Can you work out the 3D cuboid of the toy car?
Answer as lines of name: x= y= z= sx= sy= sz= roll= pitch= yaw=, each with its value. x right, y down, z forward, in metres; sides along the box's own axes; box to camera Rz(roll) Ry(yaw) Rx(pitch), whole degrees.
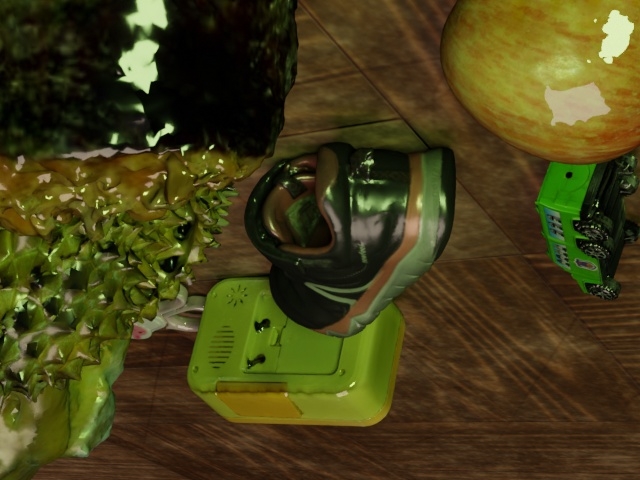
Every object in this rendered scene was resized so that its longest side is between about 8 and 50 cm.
toy car: x=0.213 y=-0.014 z=0.935 sx=0.062 sy=0.071 sz=0.165 roll=16 pitch=160 yaw=24

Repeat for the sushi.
sushi: x=-0.152 y=-0.108 z=0.635 sx=0.348 sy=0.207 sz=0.234 roll=6 pitch=-169 yaw=37

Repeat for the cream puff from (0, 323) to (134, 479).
cream puff: x=-0.361 y=0.076 z=1.156 sx=0.378 sy=0.275 sz=0.378 roll=3 pitch=127 yaw=4

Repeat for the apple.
apple: x=0.140 y=-0.113 z=0.647 sx=0.131 sy=0.146 sz=0.146 roll=27 pitch=159 yaw=12

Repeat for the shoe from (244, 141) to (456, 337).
shoe: x=0.000 y=0.000 z=0.983 sx=0.137 sy=0.114 sz=0.291 roll=12 pitch=154 yaw=-19

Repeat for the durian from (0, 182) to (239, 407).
durian: x=-0.202 y=-0.013 z=0.865 sx=0.258 sy=0.293 sz=0.258 roll=50 pitch=166 yaw=18

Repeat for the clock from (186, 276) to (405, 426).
clock: x=-0.024 y=0.113 z=1.213 sx=0.202 sy=0.143 sz=0.096 roll=-1 pitch=152 yaw=25

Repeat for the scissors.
scissors: x=-0.219 y=0.093 z=1.379 sx=0.118 sy=0.030 sz=0.242 roll=29 pitch=147 yaw=-35
